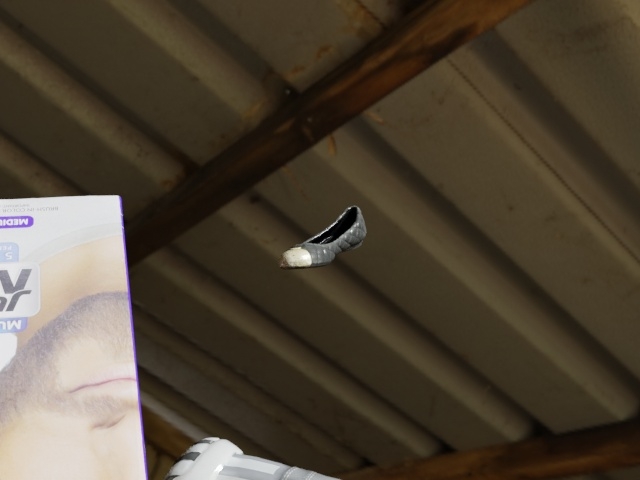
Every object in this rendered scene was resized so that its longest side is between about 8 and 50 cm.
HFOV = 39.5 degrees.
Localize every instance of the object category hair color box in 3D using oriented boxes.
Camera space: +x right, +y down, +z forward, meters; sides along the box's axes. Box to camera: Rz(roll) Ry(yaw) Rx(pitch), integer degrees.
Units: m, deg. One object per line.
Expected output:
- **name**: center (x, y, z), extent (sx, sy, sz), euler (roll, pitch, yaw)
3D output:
- **hair color box**: center (-0.218, 0.117, 0.609), extent (0.185, 0.339, 0.110), euler (-3, -43, -16)

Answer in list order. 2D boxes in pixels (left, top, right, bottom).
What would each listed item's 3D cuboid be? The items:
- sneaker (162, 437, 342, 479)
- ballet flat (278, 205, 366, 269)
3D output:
- **sneaker**: center (-0.002, 0.210, 0.440), extent (0.132, 0.086, 0.229), euler (2, -66, 24)
- **ballet flat**: center (0.000, 0.000, 1.048), extent (0.057, 0.173, 0.049), euler (1, -75, 29)
